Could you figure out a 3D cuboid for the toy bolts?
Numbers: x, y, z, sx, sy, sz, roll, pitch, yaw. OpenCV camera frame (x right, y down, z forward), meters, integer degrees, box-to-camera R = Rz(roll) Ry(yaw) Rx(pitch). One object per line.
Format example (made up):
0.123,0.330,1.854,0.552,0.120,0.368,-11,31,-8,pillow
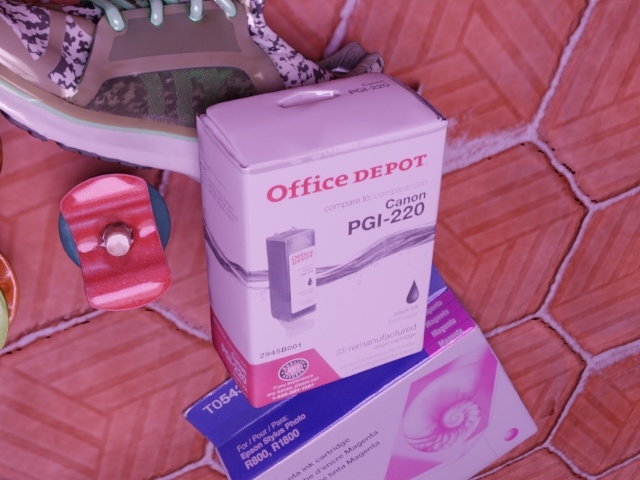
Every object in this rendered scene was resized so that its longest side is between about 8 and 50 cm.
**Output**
-0.236,-0.023,0.693,0.228,0.158,0.218,-10,103,-12,toy bolts

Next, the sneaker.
-0.111,-0.148,0.668,0.410,0.158,0.182,18,103,-40,sneaker

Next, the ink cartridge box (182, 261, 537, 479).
0.062,0.214,1.023,0.324,0.071,0.330,-35,131,2,ink cartridge box

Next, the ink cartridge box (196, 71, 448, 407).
0.000,0.000,0.662,0.158,0.092,0.218,-16,127,-22,ink cartridge box

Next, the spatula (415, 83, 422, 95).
0.045,-0.015,0.825,0.019,0.168,0.242,18,122,8,spatula
